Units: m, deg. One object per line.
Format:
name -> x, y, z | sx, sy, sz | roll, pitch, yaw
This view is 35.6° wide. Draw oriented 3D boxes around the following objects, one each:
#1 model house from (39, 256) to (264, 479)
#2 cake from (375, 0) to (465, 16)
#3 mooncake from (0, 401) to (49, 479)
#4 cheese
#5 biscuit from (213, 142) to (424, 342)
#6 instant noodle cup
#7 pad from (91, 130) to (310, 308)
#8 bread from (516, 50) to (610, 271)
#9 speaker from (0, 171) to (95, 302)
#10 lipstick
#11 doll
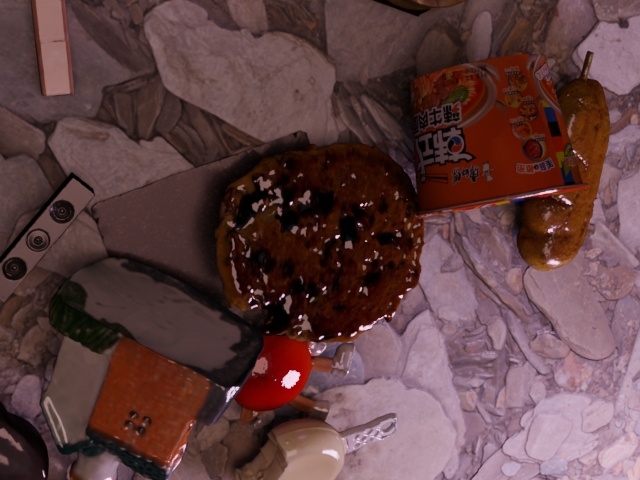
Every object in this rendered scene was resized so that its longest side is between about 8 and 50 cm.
model house -> -0.261, 0.214, 1.356 | 0.271, 0.190, 0.301 | 27, 107, 2
cake -> 0.159, -0.404, 1.353 | 0.185, 0.178, 0.208 | -16, 111, -14
mooncake -> -0.492, 0.317, 1.347 | 0.244, 0.133, 0.245 | -4, 105, -17
cheese -> -0.002, 0.336, 1.529 | 0.248, 0.071, 0.163 | -3, 131, -28
biscuit -> 0.000, 0.004, 1.442 | 0.333, 0.081, 0.290 | -4, 97, -26
instant noodle cup -> 0.236, -0.146, 1.408 | 0.250, 0.250, 0.192 | -10, 89, -15
pad -> -0.141, -0.008, 1.446 | 0.330, 0.004, 0.220 | -20, 109, -12
bread -> 0.378, -0.121, 1.542 | 0.124, 0.084, 0.344 | 0, 104, -40
speaker -> -0.382, -0.005, 1.348 | 0.040, 0.046, 0.191 | 40, 91, -21
lipstick -> -0.349, -0.263, 1.294 | 0.045, 0.045, 0.146 | -7, 106, -17
doll -> -0.062, 0.205, 1.487 | 0.217, 0.085, 0.183 | 16, 104, -37
